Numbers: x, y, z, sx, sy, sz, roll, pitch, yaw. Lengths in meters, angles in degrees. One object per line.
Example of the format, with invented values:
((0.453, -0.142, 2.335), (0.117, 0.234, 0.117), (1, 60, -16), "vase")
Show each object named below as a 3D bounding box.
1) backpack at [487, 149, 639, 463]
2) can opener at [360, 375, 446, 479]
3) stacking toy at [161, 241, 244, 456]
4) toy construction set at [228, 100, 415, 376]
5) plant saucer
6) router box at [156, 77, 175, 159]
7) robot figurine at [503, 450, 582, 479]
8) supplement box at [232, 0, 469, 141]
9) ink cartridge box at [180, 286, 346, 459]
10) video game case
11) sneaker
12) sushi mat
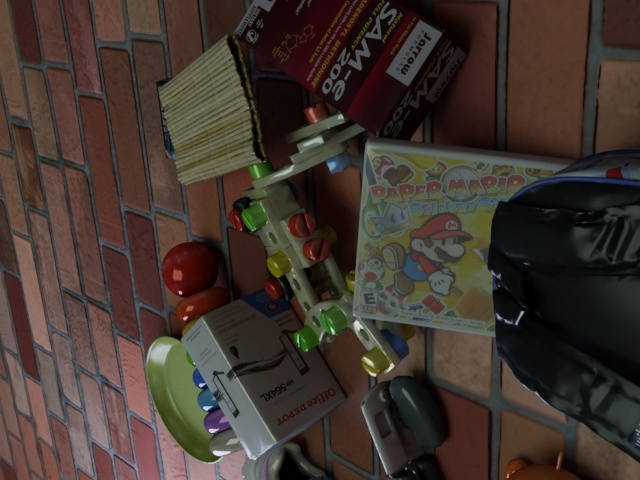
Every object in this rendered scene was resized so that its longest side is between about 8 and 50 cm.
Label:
((0.280, 0.038, 0.711), (0.263, 0.213, 0.277), (13, 110, 35), "backpack")
((0.136, 0.311, 1.097), (0.095, 0.076, 0.284), (-19, 94, 51), "can opener")
((-0.155, 0.156, 1.324), (0.141, 0.141, 0.331), (-31, 76, 50), "stacking toy")
((0.000, 0.000, 1.044), (0.215, 0.151, 0.328), (-4, 100, 62), "toy construction set")
((-0.226, 0.277, 1.509), (0.241, 0.037, 0.241), (23, 124, 40), "plant saucer")
((-0.197, -0.177, 1.268), (0.092, 0.038, 0.123), (14, 118, 43), "router box")
((0.235, 0.339, 0.956), (0.128, 0.158, 0.220), (34, 125, 15), "robot figurine")
((0.028, -0.218, 0.939), (0.239, 0.073, 0.130), (39, 103, 29), "supplement box")
((-0.080, 0.185, 1.220), (0.203, 0.148, 0.086), (57, 137, 11), "ink cartridge box")
((0.152, 0.004, 0.885), (0.226, 0.026, 0.207), (8, 118, 9), "video game case")
((-0.023, 0.417, 1.300), (0.252, 0.103, 0.111), (52, 139, 17), "sneaker")
((-0.149, -0.157, 1.110), (0.316, 0.019, 0.152), (-5, 99, 65), "sushi mat")
